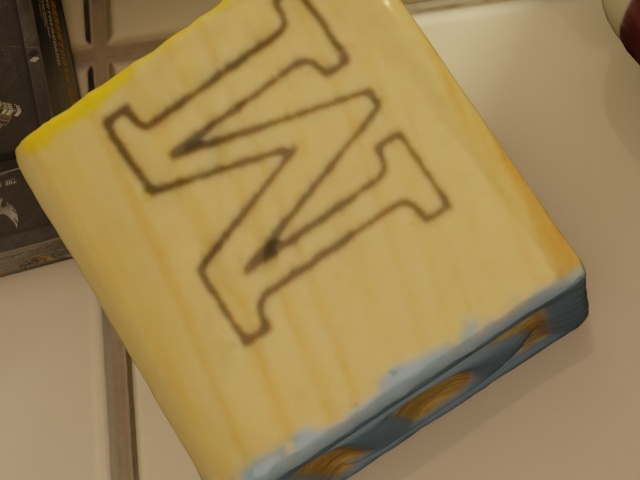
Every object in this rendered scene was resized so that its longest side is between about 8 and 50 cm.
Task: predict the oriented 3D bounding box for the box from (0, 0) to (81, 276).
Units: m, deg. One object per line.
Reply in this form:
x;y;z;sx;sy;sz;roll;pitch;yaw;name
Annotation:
-0.253;-0.057;0.878;0.231;0.056;0.183;-15;79;9;box

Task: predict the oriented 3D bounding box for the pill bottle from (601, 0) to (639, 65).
0.273;-0.105;0.695;0.224;0.224;0.392;-37;76;4;pill bottle

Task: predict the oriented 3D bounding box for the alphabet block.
0.000;0.000;0.752;0.193;0.192;0.197;-33;77;3;alphabet block
